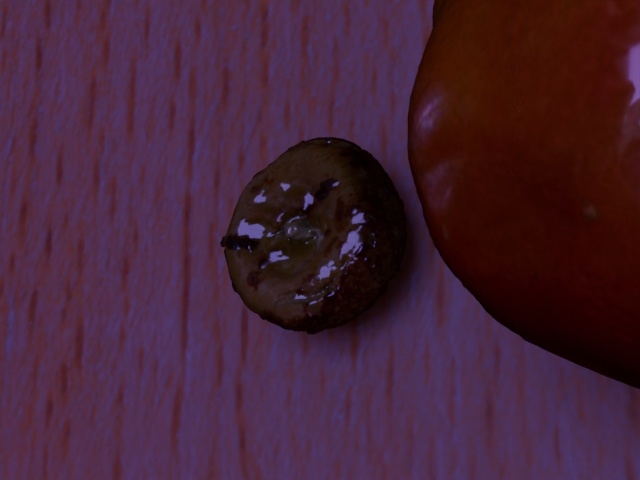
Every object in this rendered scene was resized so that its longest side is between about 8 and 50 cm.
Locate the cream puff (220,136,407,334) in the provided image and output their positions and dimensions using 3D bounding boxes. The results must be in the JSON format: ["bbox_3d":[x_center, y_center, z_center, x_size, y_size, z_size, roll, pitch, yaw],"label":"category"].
[{"bbox_3d":[0.000,0.000,1.242,0.149,0.084,0.149,-14,63,30],"label":"cream puff"}]

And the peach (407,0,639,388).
[{"bbox_3d":[0.234,-0.059,0.969,0.406,0.335,0.310,15,88,29],"label":"peach"}]
